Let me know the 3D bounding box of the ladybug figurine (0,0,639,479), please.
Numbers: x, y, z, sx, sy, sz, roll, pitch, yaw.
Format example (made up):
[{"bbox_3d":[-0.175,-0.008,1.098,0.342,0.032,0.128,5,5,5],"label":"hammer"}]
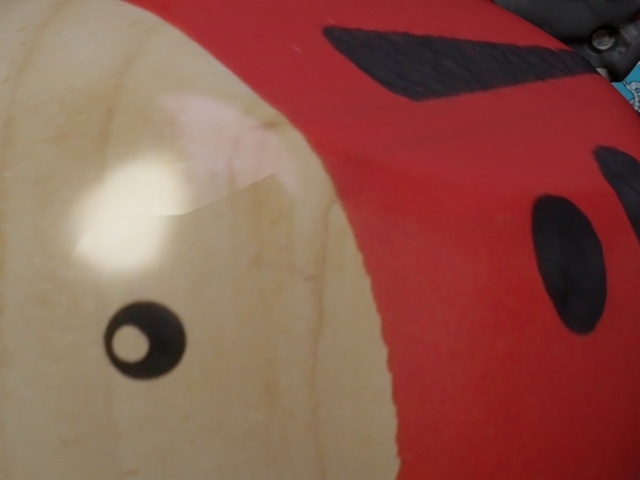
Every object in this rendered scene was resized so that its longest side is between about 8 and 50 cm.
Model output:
[{"bbox_3d":[0.000,0.000,0.680,0.305,0.162,0.449,40,23,17],"label":"ladybug figurine"}]

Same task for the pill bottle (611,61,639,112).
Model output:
[{"bbox_3d":[0.190,-0.050,1.254,0.264,0.146,0.146,35,17,25],"label":"pill bottle"}]

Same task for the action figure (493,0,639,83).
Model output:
[{"bbox_3d":[0.059,-0.089,0.943,0.330,0.341,0.178,-8,19,-7],"label":"action figure"}]
